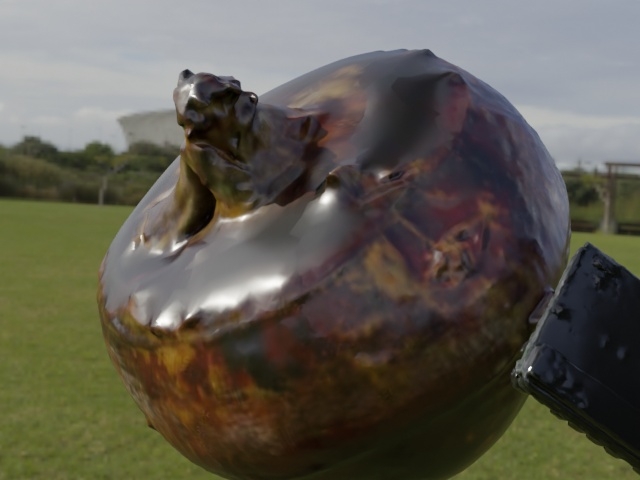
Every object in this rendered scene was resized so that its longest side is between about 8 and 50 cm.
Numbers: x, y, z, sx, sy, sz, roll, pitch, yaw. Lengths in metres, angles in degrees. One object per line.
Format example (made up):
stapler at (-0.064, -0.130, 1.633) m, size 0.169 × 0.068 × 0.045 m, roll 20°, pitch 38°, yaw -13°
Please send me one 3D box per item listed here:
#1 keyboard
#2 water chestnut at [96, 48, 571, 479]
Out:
keyboard at (0.182, 0.093, 0.434) m, size 0.231 × 0.072 × 0.023 m, roll 35°, pitch -24°, yaw -9°
water chestnut at (0.000, 0.000, 0.703) m, size 0.351 × 0.302 × 0.350 m, roll -26°, pitch 30°, yaw 16°
